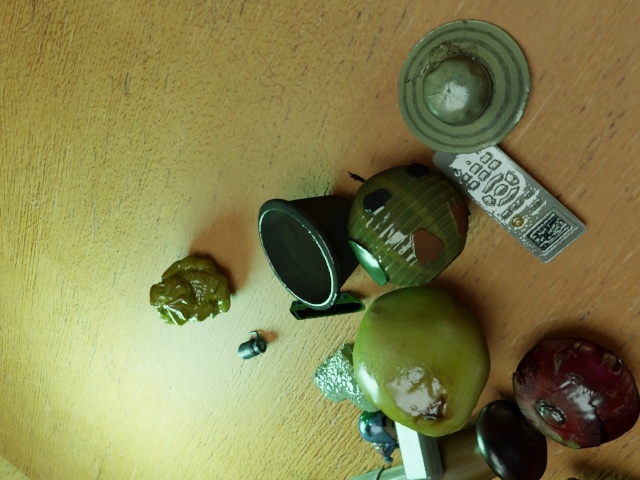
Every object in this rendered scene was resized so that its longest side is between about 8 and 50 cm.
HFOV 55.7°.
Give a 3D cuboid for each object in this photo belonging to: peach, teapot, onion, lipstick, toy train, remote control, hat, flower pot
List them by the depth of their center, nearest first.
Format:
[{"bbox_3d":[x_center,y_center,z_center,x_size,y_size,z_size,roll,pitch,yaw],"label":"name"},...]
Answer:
[{"bbox_3d":[0.240,-0.269,1.087,0.251,0.110,0.252,6,105,25],"label":"hat"},{"bbox_3d":[0.367,-0.096,1.187,0.313,0.055,0.109,41,117,-2],"label":"remote control"},{"bbox_3d":[0.517,0.314,1.245,0.246,0.190,0.246,28,134,33],"label":"onion"},{"bbox_3d":[0.220,0.248,1.298,0.314,0.315,0.282,40,111,12],"label":"peach"},{"bbox_3d":[0.000,0.000,1.334,0.269,0.166,0.269,37,145,32],"label":"flower pot"},{"bbox_3d":[0.021,0.160,1.511,0.209,0.042,0.044,-12,133,31],"label":"toy train"},{"bbox_3d":[0.180,0.682,1.692,0.253,0.079,0.077,-36,95,35],"label":"lipstick"},{"bbox_3d":[-0.191,0.297,1.702,0.083,0.064,0.049,-25,134,33],"label":"teapot"}]

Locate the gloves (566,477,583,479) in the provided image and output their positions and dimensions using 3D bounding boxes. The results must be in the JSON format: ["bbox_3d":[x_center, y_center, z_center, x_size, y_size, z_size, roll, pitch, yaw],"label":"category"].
[{"bbox_3d":[0.683,0.644,1.359,0.356,0.155,0.203,33,135,-11],"label":"gloves"}]

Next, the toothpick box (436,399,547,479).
[{"bbox_3d":[0.385,0.496,1.421,0.192,0.192,0.294,46,132,-2],"label":"toothpick box"}]

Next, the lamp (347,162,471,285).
[{"bbox_3d":[0.158,-0.050,1.208,0.284,0.250,0.250,47,129,15],"label":"lamp"}]

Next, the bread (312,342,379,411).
[{"bbox_3d":[0.071,0.349,1.552,0.232,0.064,0.173,11,108,38],"label":"bread"}]

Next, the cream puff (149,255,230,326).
[{"bbox_3d":[-0.359,0.142,1.622,0.220,0.195,0.195,-15,108,30],"label":"cream puff"}]

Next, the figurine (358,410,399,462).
[{"bbox_3d":[0.181,0.500,1.584,0.144,0.114,0.178,-9,123,23],"label":"figurine"}]

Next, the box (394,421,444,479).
[{"bbox_3d":[0.228,0.453,1.465,0.103,0.055,0.244,-37,57,53],"label":"box"}]
